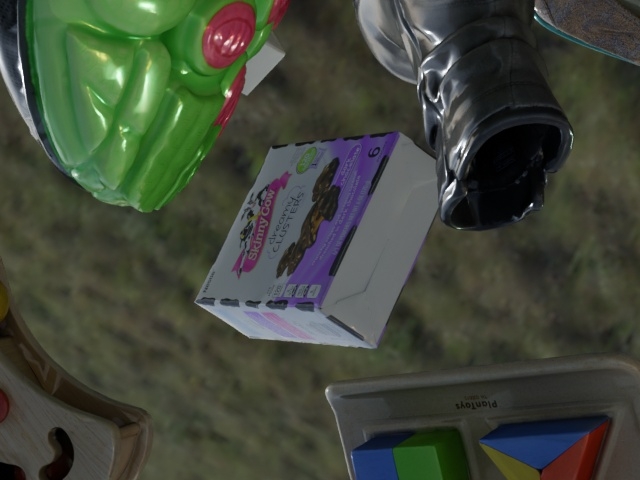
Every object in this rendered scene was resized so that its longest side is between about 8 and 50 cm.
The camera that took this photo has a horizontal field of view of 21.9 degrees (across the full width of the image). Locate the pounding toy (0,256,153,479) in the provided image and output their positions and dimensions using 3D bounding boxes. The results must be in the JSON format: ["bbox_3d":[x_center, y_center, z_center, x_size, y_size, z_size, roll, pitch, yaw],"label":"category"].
[{"bbox_3d":[-0.225,0.136,1.170,0.269,0.154,0.155,64,-166,6],"label":"pounding toy"}]

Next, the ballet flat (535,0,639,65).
[{"bbox_3d":[0.337,-0.180,1.433,0.316,0.107,0.106,21,136,-5],"label":"ballet flat"}]

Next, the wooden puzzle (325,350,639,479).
[{"bbox_3d":[0.167,0.280,1.483,0.322,0.080,0.348,-10,101,34],"label":"wooden puzzle"}]

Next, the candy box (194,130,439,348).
[{"bbox_3d":[0.000,0.000,1.387,0.070,0.165,0.196,34,161,-29],"label":"candy box"}]

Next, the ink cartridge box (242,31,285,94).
[{"bbox_3d":[-0.139,-0.239,1.683,0.198,0.067,0.115,26,-153,-45],"label":"ink cartridge box"}]

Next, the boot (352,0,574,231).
[{"bbox_3d":[0.091,-0.106,1.142,0.118,0.222,0.338,-7,166,0],"label":"boot"}]

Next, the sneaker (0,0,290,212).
[{"bbox_3d":[-0.123,-0.135,0.842,0.202,0.185,0.483,27,-179,-4],"label":"sneaker"}]
